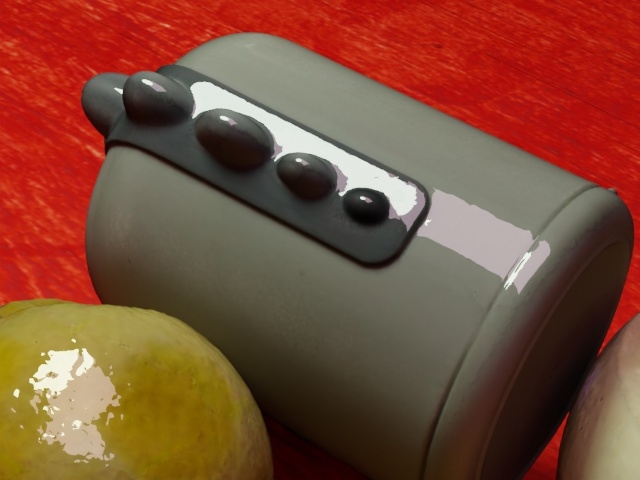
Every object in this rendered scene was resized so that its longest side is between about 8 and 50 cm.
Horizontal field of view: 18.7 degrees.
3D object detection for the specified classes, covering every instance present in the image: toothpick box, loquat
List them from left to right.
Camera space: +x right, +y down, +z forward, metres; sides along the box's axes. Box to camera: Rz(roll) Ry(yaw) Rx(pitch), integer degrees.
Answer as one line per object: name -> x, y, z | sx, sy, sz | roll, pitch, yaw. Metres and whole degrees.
loquat -> -0.122, 0.132, 1.029 | 0.213, 0.213, 0.213 | 5, 31, -3
toothpick box -> 0.000, 0.000, 1.124 | 0.316, 0.229, 0.229 | 28, 36, 19

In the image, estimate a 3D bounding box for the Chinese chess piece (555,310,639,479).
Chinese chess piece -> 0.300, 0.156, 1.099 | 0.338, 0.140, 0.338 | 10, 27, -5
